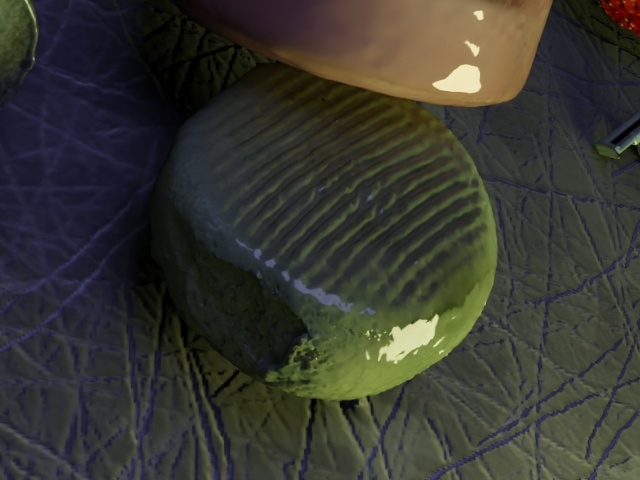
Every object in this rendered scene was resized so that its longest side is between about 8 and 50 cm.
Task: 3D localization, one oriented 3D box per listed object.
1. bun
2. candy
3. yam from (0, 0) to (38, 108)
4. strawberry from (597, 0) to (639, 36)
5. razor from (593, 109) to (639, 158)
[{"bbox_3d":[0.002,-0.001,0.847,0.221,0.108,0.221,16,45,-16],"label":"bun"},{"bbox_3d":[0.021,-0.159,0.893,0.255,0.094,0.255,16,16,-5],"label":"candy"},{"bbox_3d":[-0.258,-0.224,0.805,0.133,0.133,0.330,-4,62,-36],"label":"yam"},{"bbox_3d":[0.275,-0.216,1.184,0.131,0.148,0.131,-8,43,7],"label":"strawberry"},{"bbox_3d":[0.301,-0.011,1.113,0.084,0.036,0.211,-36,90,-19],"label":"razor"}]
